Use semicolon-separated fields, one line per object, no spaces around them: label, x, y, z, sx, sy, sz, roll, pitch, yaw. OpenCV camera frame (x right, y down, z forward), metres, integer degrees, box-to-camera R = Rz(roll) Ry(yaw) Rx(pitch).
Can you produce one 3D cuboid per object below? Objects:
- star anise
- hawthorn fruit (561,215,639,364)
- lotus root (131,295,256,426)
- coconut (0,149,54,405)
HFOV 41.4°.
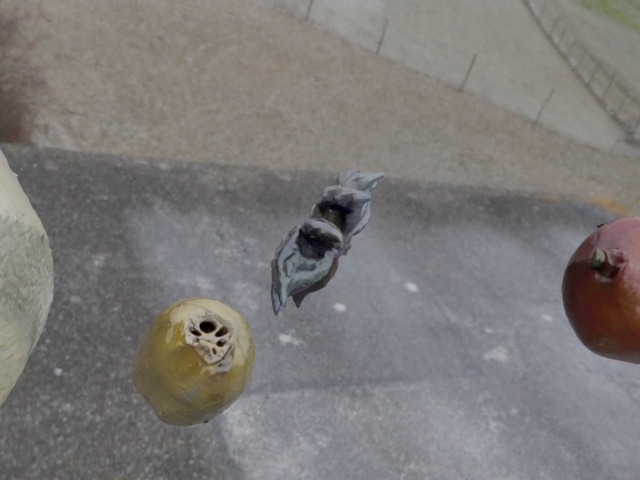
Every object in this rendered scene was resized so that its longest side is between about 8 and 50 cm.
star anise;0.000;0.000;0.884;0.061;0.180;0.204;32;66;7
hawthorn fruit;0.344;0.056;0.931;0.188;0.169;0.169;19;20;-49
lotus root;-0.197;0.190;1.273;0.151;0.342;0.169;-34;84;-30
coconut;-0.262;0.008;0.435;0.234;0.224;0.224;45;38;22
